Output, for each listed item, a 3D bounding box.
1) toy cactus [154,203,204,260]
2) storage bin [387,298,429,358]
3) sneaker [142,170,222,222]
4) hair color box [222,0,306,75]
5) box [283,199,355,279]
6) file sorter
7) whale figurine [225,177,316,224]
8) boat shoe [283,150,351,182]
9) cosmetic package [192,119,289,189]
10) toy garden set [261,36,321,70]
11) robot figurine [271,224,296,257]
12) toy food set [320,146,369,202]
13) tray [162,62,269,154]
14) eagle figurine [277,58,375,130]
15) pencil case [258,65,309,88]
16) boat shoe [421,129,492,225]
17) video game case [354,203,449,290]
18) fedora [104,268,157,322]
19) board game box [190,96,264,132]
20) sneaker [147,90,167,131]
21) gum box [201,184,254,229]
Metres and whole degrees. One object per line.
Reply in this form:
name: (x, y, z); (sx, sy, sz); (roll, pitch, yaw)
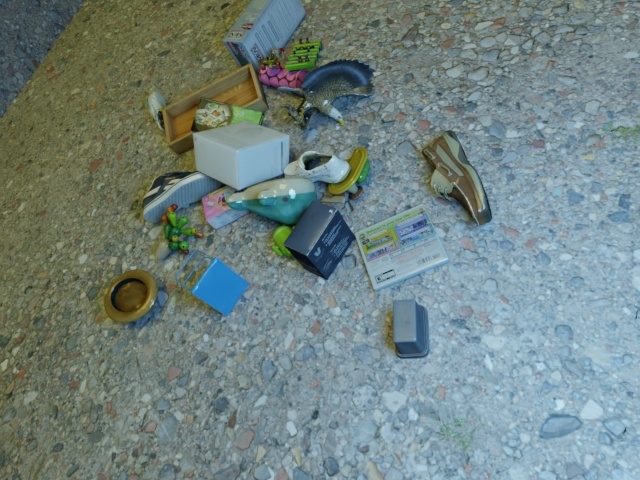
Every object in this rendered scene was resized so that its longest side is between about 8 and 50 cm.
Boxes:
toy cactus: (-0.496, -0.011, 1.606); (0.180, 0.112, 0.219); (-51, 55, 13)
storage bin: (0.206, 0.208, 1.150); (0.098, 0.091, 0.135); (-7, 58, 20)
sneaker: (-0.502, -0.192, 1.682); (0.321, 0.126, 0.127); (-25, 60, 11)
hair color box: (-0.219, -0.866, 1.914); (0.114, 0.185, 0.374); (18, 70, 31)
box: (0.000, 0.000, 1.323); (0.093, 0.158, 0.156); (24, 73, 33)
file sorter: (-0.319, 0.122, 1.390); (0.104, 0.170, 0.118); (23, 73, 37)
whale figurine: (-0.144, -0.111, 1.445); (0.272, 0.216, 0.141); (-8, 96, 10)
boat shoe: (-0.030, -0.238, 1.482); (0.277, 0.096, 0.098); (3, 60, 46)
cosmetic package: (-0.259, -0.287, 1.561); (0.224, 0.138, 0.225); (26, 37, 34)
toy garden set: (-0.109, -0.712, 1.788); (0.204, 0.049, 0.244); (-3, 41, 10)
robot figurine: (-0.099, 0.001, 1.423); (0.101, 0.067, 0.115); (-45, 53, 5)
toy food set: (0.094, -0.181, 1.451); (0.128, 0.071, 0.218); (-1, 56, 51)
tray: (-0.416, -0.514, 1.855); (0.411, 0.076, 0.203); (-23, 61, 9)
eagle figurine: (0.028, -0.492, 1.590); (0.298, 0.225, 0.226); (-42, 43, 10)
pencil case: (-0.136, -0.623, 1.795); (0.209, 0.095, 0.098); (23, 104, 32)
boat shoe: (0.364, -0.162, 1.290); (0.120, 0.122, 0.324); (-25, 46, 15)
video game case: (0.218, 0.017, 1.299); (0.212, 0.023, 0.193); (-24, 55, 11)
fedora: (-0.599, 0.188, 1.531); (0.194, 0.079, 0.194); (-7, 60, 13)
board game box: (-0.345, -0.436, 1.749); (0.260, 0.030, 0.136); (18, 87, 14)
sneaker: (-0.680, -0.533, 2.000); (0.086, 0.085, 0.237); (-46, 53, 27)
gum box: (-0.306, -0.126, 1.593); (0.188, 0.062, 0.107); (-26, 54, 8)
